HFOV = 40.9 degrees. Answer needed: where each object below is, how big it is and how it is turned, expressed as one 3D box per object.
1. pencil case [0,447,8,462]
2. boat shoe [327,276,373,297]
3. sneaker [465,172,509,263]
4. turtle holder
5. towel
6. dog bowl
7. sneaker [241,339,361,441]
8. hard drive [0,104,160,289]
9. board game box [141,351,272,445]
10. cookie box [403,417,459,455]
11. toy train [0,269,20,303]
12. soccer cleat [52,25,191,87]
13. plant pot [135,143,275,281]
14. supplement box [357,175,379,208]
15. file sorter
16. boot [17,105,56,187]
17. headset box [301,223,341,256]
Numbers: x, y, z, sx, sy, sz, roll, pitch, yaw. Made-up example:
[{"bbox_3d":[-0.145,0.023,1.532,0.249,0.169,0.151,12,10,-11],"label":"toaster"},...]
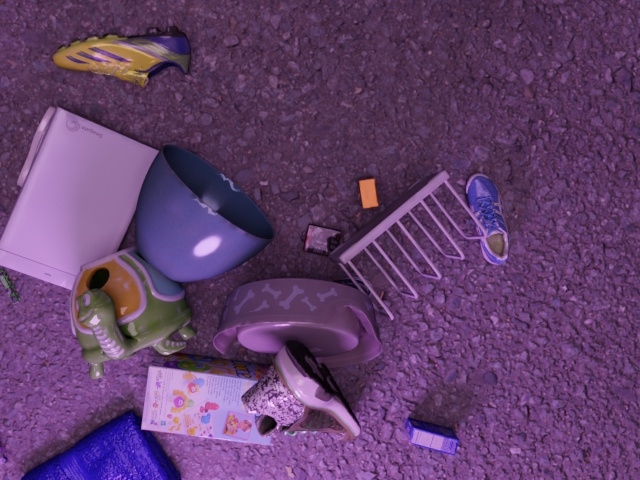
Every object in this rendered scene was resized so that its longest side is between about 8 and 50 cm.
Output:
[{"bbox_3d":[-0.772,0.416,1.884,0.086,0.088,0.206,-26,96,-1],"label":"pencil case"},{"bbox_3d":[0.027,0.121,1.885,0.183,0.083,0.065,-6,97,-2],"label":"boat shoe"},{"bbox_3d":[0.375,-0.048,1.881,0.080,0.081,0.211,-19,96,2],"label":"sneaker"},{"bbox_3d":[-0.415,0.144,1.754,0.243,0.320,0.227,-17,95,34],"label":"turtle holder"},{"bbox_3d":[-0.488,0.548,1.916,0.308,0.076,0.227,-33,98,2],"label":"towel"},{"bbox_3d":[-0.044,0.174,1.774,0.349,0.349,0.102,3,68,-3],"label":"dog bowl"},{"bbox_3d":[-0.050,0.344,1.787,0.182,0.410,0.158,-32,55,2],"label":"sneaker"},{"bbox_3d":[-0.517,-0.077,1.827,0.233,0.047,0.353,23,95,-23],"label":"hard drive"},{"bbox_3d":[-0.234,0.339,1.869,0.275,0.142,0.144,9,96,-3],"label":"board game box"},{"bbox_3d":[0.247,0.438,1.927,0.107,0.092,0.040,16,92,-3],"label":"cookie box"},{"bbox_3d":[-0.684,0.102,1.883,0.017,0.024,0.083,-27,97,1],"label":"toy train"},{"bbox_3d":[-0.416,-0.377,1.807,0.289,0.093,0.121,-8,104,-1],"label":"soccer cleat"},{"bbox_3d":[-0.266,-0.029,1.764,0.290,0.290,0.195,40,102,-6],"label":"plant pot"},{"bbox_3d":[0.103,-0.105,1.854,0.036,0.098,0.062,-9,98,2],"label":"supplement box"},{"bbox_3d":[0.184,0.010,1.803,0.278,0.193,0.173,-40,94,-5],"label":"file sorter"},{"bbox_3d":[-0.575,-0.187,1.839,0.086,0.069,0.190,22,103,-12],"label":"boot"},{"bbox_3d":[0.000,0.000,1.895,0.083,0.032,0.062,11,95,-3],"label":"headset box"}]
